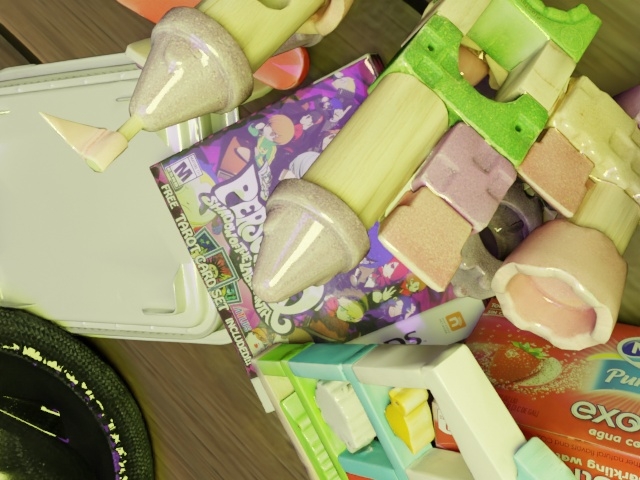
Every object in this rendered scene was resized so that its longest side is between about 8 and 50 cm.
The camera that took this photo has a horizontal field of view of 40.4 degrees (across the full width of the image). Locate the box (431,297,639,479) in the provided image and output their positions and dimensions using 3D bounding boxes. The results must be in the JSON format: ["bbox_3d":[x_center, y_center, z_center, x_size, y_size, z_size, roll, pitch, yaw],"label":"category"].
[{"bbox_3d":[0.214,0.143,0.575,0.256,0.122,0.128,10,127,28],"label":"box"}]

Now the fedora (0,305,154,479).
[{"bbox_3d":[-0.338,0.225,0.885,0.152,0.334,0.334,169,84,-72],"label":"fedora"}]

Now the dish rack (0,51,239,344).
[{"bbox_3d":[-0.224,-0.034,0.840,0.332,0.072,0.286,0,99,29],"label":"dish rack"}]

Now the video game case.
[{"bbox_3d":[0.000,0.000,0.701,0.210,0.042,0.232,-23,94,19],"label":"video game case"}]

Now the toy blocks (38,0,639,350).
[{"bbox_3d":[0.050,-0.048,0.459,0.288,0.260,0.309,41,154,-8],"label":"toy blocks"}]

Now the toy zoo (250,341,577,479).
[{"bbox_3d":[0.065,0.158,0.584,0.293,0.030,0.192,-10,108,60],"label":"toy zoo"}]

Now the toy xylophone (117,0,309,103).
[{"bbox_3d":[-0.073,-0.273,0.696,0.236,0.081,0.323,24,111,24],"label":"toy xylophone"}]
